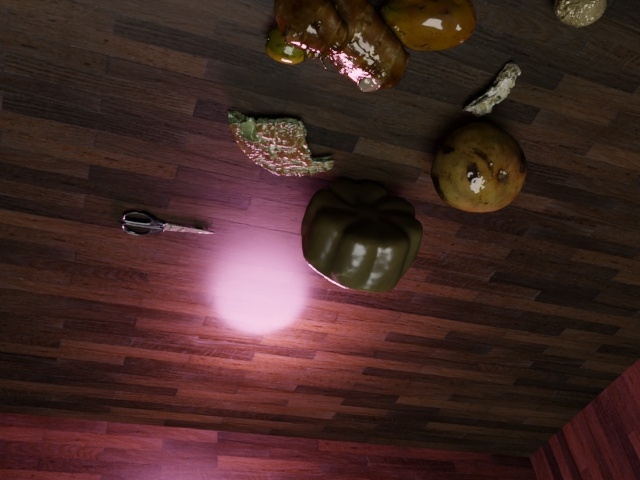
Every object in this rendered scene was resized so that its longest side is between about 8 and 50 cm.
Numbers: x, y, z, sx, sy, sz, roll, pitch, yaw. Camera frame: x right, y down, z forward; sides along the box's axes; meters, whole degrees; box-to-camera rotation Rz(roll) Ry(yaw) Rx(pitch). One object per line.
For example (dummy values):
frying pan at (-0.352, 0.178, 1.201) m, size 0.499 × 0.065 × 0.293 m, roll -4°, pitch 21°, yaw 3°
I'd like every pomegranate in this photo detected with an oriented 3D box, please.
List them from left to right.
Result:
pomegranate at (0.474, -0.213, 2.049) m, size 0.281 × 0.281 × 0.281 m, roll -4°, pitch 135°, yaw -4°

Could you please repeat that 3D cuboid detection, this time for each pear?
pear at (-0.080, -0.513, 1.769) m, size 0.131 × 0.107 × 0.107 m, roll 4°, pitch 134°, yaw -22°

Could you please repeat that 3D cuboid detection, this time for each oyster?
oyster at (0.504, -0.433, 1.990) m, size 0.200 × 0.061 × 0.106 m, roll -31°, pitch 149°, yaw 24°

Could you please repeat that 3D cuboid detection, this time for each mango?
mango at (0.277, -0.573, 1.753) m, size 0.248 × 0.151 × 0.156 m, roll 5°, pitch 92°, yaw 3°

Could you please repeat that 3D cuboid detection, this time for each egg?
egg at (0.678, -0.617, 1.775) m, size 0.140 × 0.116 × 0.118 m, roll -14°, pitch 108°, yaw -1°

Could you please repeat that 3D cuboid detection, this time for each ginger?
ginger at (0.047, -0.506, 1.701) m, size 0.418 × 0.254 × 0.176 m, roll 43°, pitch 161°, yaw -33°

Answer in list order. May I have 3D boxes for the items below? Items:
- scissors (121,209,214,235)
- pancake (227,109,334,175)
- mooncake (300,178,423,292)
scissors at (-0.497, -0.046, 2.232) m, size 0.300 × 0.022 × 0.109 m, roll 6°, pitch 137°, yaw -16°
pancake at (-0.114, -0.294, 2.025) m, size 0.376 × 0.054 × 0.197 m, roll 27°, pitch 127°, yaw -33°
mooncake at (0.127, -0.028, 2.112) m, size 0.378 × 0.378 × 0.201 m, roll 9°, pitch 128°, yaw -17°
